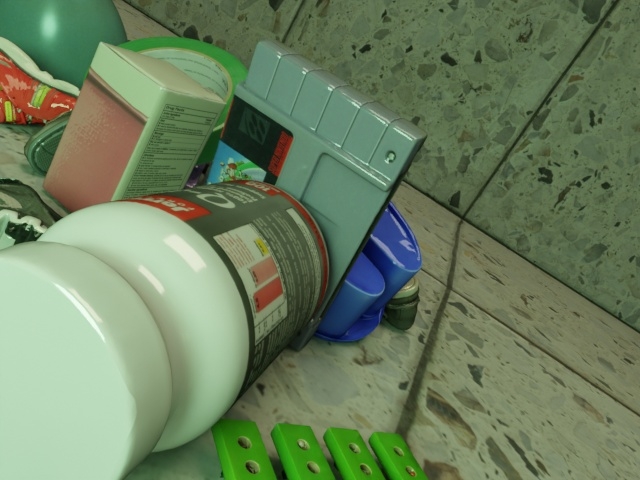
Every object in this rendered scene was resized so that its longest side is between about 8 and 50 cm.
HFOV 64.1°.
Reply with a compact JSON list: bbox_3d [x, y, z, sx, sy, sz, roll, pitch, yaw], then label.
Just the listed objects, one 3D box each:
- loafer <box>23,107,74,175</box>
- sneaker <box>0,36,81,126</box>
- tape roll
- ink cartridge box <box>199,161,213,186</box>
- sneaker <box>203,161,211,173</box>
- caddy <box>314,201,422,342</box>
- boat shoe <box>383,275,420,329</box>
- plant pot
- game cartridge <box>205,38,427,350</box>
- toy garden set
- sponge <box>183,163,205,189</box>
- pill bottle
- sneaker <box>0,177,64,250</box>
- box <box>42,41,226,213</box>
[{"bbox_3d":[-0.358,-0.186,0.844,0.084,0.096,0.267,30,48,32],"label":"loafer"},{"bbox_3d":[-0.489,-0.223,0.871,0.279,0.107,0.118,34,44,-8],"label":"sneaker"},{"bbox_3d":[-0.295,-0.284,1.020,0.321,0.077,0.321,5,51,-7],"label":"tape roll"},{"bbox_3d":[-0.152,-0.090,1.009,0.180,0.104,0.060,42,21,28],"label":"ink cartridge box"},{"bbox_3d":[-0.257,-0.247,1.187,0.384,0.147,0.145,26,17,-19],"label":"sneaker"},{"bbox_3d":[0.000,0.000,0.850,0.241,0.179,0.341,-22,73,-46],"label":"caddy"},{"bbox_3d":[0.117,0.069,1.083,0.112,0.096,0.335,-11,25,-9],"label":"boat shoe"},{"bbox_3d":[-0.540,-0.458,1.060,0.290,0.196,0.290,14,40,-12],"label":"plant pot"},{"bbox_3d":[-0.046,-0.042,0.664,0.230,0.355,0.068,33,34,10],"label":"game cartridge"},{"bbox_3d":[0.026,0.265,0.465,0.244,0.049,0.204,20,20,-34],"label":"toy garden set"},{"bbox_3d":[-0.283,-0.192,1.047,0.117,0.031,0.210,25,46,-13],"label":"sponge"},{"bbox_3d":[-0.135,0.059,0.479,0.210,0.210,0.363,34,18,8],"label":"pill bottle"},{"bbox_3d":[-0.383,-0.040,0.566,0.234,0.078,0.106,30,15,-15],"label":"sneaker"},{"bbox_3d":[-0.270,-0.141,0.748,0.126,0.232,0.148,37,18,14],"label":"box"}]
